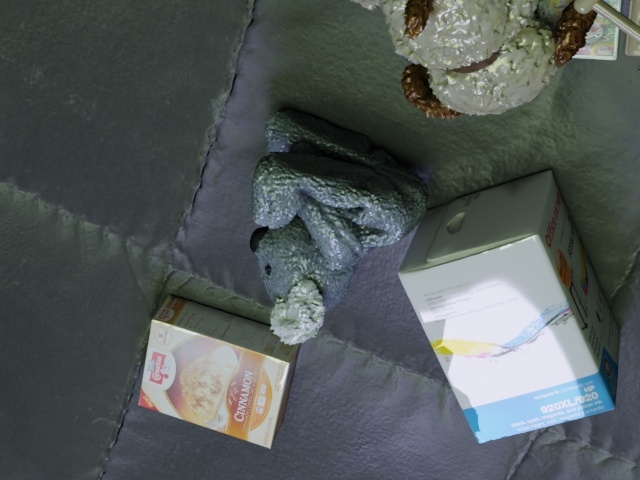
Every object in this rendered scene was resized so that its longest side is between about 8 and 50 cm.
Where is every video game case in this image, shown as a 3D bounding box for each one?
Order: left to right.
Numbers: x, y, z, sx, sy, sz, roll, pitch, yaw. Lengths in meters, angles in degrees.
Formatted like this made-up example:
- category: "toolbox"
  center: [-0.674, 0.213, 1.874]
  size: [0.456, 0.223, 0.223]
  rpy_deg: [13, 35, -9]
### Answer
- category: "video game case"
  center: [0.276, -0.253, 1.398]
  size: [0.087, 0.011, 0.122]
  rpy_deg: [5, 118, 14]

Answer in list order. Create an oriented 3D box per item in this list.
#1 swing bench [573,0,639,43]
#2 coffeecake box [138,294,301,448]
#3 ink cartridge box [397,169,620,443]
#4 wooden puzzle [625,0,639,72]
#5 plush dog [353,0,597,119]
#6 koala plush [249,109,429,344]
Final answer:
- category: "swing bench"
  center: [0.423, -0.265, 1.217]
  size: [0.253, 0.165, 0.254]
  rpy_deg: [34, 138, -5]
- category: "coffeecake box"
  center: [-0.131, 0.170, 1.700]
  size: [0.185, 0.068, 0.142]
  rpy_deg: [17, 121, 8]
- category: "ink cartridge box"
  center: [0.220, 0.073, 1.490]
  size: [0.168, 0.171, 0.232]
  rpy_deg: [-18, 111, 23]
- category: "wooden puzzle"
  center: [0.361, -0.225, 1.388]
  size: [0.079, 0.014, 0.116]
  rpy_deg: [10, 119, 6]
- category: "plush dog"
  center: [0.159, -0.222, 1.354]
  size: [0.262, 0.210, 0.225]
  rpy_deg: [-19, 133, 28]
- category: "koala plush"
  center: [0.000, 0.000, 1.511]
  size: [0.203, 0.196, 0.221]
  rpy_deg: [18, 117, -5]
